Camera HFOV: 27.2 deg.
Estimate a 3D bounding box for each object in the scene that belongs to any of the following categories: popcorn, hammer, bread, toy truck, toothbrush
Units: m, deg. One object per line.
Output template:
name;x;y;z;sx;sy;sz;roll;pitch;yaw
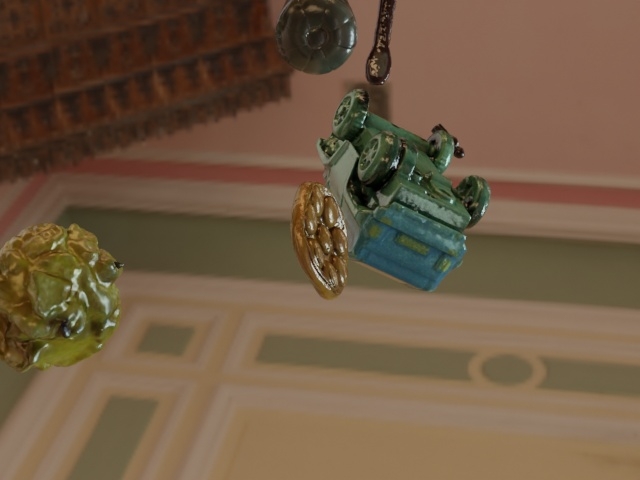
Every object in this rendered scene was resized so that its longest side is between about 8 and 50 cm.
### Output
popcorn;-0.374;0.084;1.835;0.169;0.218;0.189;15;-147;38
hammer;0.135;-0.105;2.024;0.178;0.021;0.065;-37;-102;0
bread;0.000;0.000;1.191;0.024;0.110;0.110;-12;-154;22
toy truck;0.084;-0.061;1.575;0.155;0.156;0.279;25;-163;-21
toothbrush;0.079;-0.327;1.258;0.040;0.364;0.041;7;179;0

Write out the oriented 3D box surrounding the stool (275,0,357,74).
stool;-0.004;-0.251;1.543;0.096;0.096;0.110;-2;-154;1
